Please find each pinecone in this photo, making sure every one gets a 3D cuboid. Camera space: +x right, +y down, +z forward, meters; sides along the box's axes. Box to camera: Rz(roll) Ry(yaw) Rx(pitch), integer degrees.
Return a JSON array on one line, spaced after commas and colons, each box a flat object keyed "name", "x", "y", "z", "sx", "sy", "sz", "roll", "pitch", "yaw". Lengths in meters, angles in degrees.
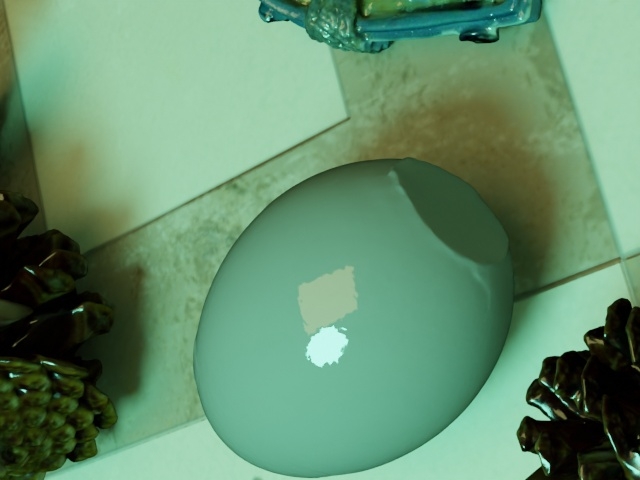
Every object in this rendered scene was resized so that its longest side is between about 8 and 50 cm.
[{"name": "pinecone", "x": -0.287, "y": 0.072, "z": 1.004, "sx": 0.264, "sy": 0.264, "sz": 0.264, "roll": -4, "pitch": 84, "yaw": 38}, {"name": "pinecone", "x": 0.183, "y": 0.103, "z": 0.683, "sx": 0.165, "sy": 0.163, "sz": 0.163, "roll": -29, "pitch": 68, "yaw": 44}]

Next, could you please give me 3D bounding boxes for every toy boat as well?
[{"name": "toy boat", "x": 0.032, "y": -0.185, "z": 0.861, "sx": 0.237, "sy": 0.098, "sz": 0.109, "roll": 7, "pitch": 87, "yaw": 39}]

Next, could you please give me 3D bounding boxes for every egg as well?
[{"name": "egg", "x": 0.015, "y": 0.054, "z": 0.805, "sx": 0.232, "sy": 0.176, "sz": 0.176, "roll": -44, "pitch": 61, "yaw": 35}]
